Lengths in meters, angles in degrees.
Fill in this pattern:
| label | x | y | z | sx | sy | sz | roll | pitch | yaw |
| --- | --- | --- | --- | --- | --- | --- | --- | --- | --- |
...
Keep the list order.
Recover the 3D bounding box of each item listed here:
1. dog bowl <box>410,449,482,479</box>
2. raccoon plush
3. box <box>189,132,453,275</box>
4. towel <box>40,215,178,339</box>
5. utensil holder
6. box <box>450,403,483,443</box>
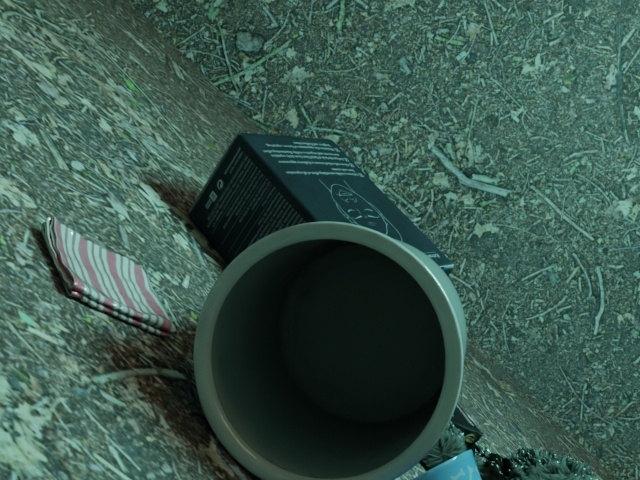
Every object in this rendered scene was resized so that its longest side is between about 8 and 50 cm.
| label | x | y | z | sx | sy | sz | roll | pitch | yaw |
| --- | --- | --- | --- | --- | --- | --- | --- | --- | --- |
| dog bowl | 0.132 | 0.341 | 1.215 | 0.074 | 0.166 | 0.297 | 61 | -5 | 19 |
| raccoon plush | 0.393 | 0.456 | 1.810 | 0.446 | 0.216 | 0.299 | 47 | 2 | 18 |
| box | 0.000 | 0.000 | 1.843 | 0.293 | 0.212 | 0.395 | -3 | 44 | -51 |
| towel | -0.275 | 0.052 | 1.279 | 0.197 | 0.029 | 0.144 | 33 | 15 | -47 |
| utensil holder | 0.043 | 0.143 | 1.325 | 0.327 | 0.327 | 0.385 | 45 | 8 | 9 |
| box | 0.165 | 0.282 | 1.963 | 0.293 | 0.073 | 0.295 | 31 | 17 | -49 |
